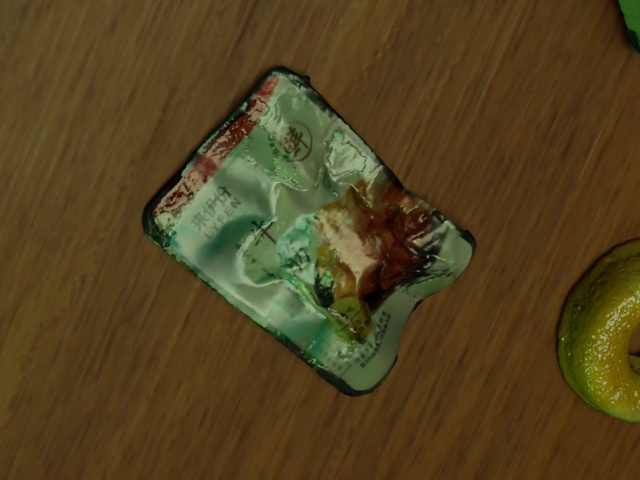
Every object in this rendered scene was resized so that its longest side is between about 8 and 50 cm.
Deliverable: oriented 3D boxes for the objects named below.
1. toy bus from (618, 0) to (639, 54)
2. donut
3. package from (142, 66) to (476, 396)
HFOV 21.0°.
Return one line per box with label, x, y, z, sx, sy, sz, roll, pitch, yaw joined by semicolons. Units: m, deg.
toy bus;0.260;-0.268;1.224;0.133;0.165;0.276;-26;108;-7
donut;0.263;0.075;1.368;0.152;0.058;0.152;-4;107;-13
package;0.000;0.000;1.285;0.232;0.040;0.166;42;90;-19
